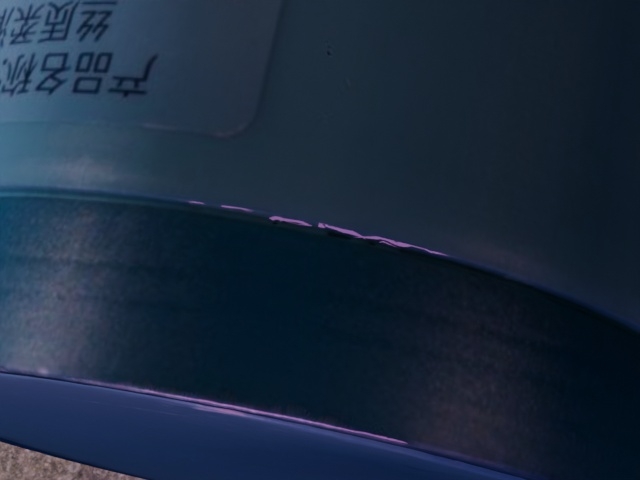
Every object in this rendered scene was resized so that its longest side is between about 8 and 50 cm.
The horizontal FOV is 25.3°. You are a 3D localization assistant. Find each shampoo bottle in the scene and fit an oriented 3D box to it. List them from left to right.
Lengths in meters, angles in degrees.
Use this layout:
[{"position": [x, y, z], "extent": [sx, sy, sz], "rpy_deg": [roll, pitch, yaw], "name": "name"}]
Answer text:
[{"position": [0.008, -0.070, 0.596], "extent": [0.331, 0.343, 0.331], "rpy_deg": [10, 165, 3], "name": "shampoo bottle"}]
